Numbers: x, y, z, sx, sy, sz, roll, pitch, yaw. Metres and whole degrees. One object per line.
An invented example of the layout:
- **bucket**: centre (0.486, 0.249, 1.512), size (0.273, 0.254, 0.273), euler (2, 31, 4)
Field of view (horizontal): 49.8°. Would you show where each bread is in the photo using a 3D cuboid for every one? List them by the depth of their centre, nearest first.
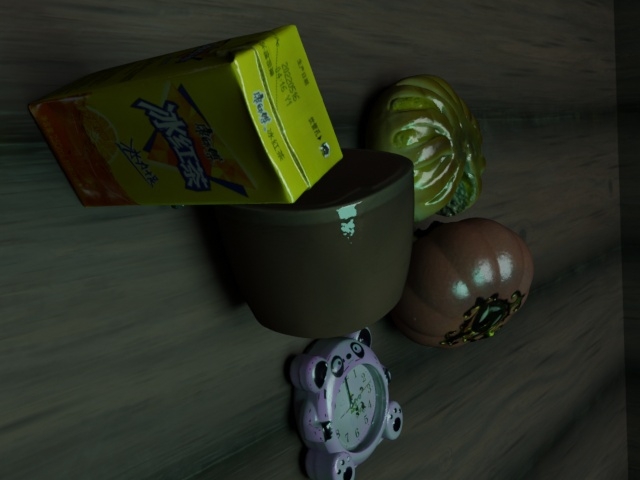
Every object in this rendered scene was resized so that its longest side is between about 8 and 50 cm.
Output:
- **bread**: centre (0.227, -0.186, 1.395), size (0.333, 0.160, 0.333), euler (2, 88, -51)

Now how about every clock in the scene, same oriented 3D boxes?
- **clock**: centre (0.042, 0.289, 1.239), size (0.227, 0.090, 0.247), euler (-30, 112, -46)

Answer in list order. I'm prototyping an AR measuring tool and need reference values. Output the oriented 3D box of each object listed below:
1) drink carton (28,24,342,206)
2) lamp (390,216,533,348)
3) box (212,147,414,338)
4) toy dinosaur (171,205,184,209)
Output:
- **drink carton**: centre (-0.161, -0.126, 0.772), size (0.111, 0.351, 0.154), euler (-46, 125, -39)
- **lamp**: centre (0.269, 0.074, 1.389), size (0.305, 0.239, 0.305), euler (-22, 145, -16)
- **box**: centre (0.000, 0.000, 1.044), size (0.301, 0.301, 0.216), euler (-29, 120, -46)
- **toy dinosaur**: centre (-0.179, -0.110, 0.987), size (0.055, 0.049, 0.154), euler (43, 54, -45)
